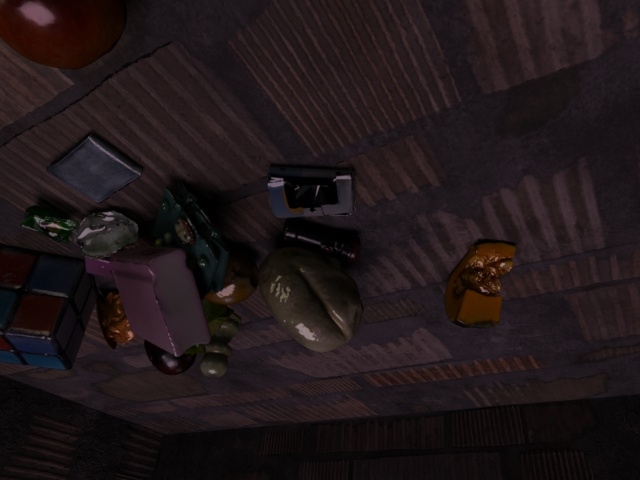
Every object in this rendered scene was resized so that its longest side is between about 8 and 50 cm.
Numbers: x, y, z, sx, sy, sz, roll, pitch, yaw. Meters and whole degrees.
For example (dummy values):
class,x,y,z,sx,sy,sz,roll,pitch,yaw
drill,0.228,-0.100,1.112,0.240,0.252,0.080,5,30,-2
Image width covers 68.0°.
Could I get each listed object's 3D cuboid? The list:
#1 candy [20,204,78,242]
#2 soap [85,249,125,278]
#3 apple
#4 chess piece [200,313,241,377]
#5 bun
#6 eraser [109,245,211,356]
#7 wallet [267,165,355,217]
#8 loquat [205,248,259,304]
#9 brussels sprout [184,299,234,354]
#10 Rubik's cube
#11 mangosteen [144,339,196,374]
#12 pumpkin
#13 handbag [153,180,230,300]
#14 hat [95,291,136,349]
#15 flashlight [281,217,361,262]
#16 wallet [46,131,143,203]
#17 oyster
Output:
class,x,y,z,sx,sy,sz,roll,pitch,yaw
candy,-0.825,-0.049,1.452,0.141,0.078,0.203,38,146,-22
soap,-0.690,0.082,1.620,0.203,0.066,0.122,15,143,-12
apple,-0.446,-0.399,0.801,0.229,0.230,0.230,4,144,3
chess piece,-0.410,0.420,1.888,0.144,0.252,0.144,4,145,3
bun,-0.011,0.154,1.416,0.219,0.365,0.365,-46,126,12
eraser,-0.467,0.157,1.355,0.359,0.122,0.273,0,109,52
wallet,-0.021,-0.120,1.251,0.230,0.070,0.170,2,139,3
loquat,-0.311,0.115,1.518,0.227,0.179,0.179,2,144,14
brussels sprout,-0.448,0.245,1.640,0.294,0.259,0.227,53,163,7
Rubik's cube,-1.012,0.248,1.680,0.318,0.314,0.316,10,144,-8
mangosteen,-0.594,0.427,1.988,0.261,0.235,0.236,-29,155,-27
pumpkin,0.489,0.153,1.452,0.139,0.190,0.281,10,143,-4
handbag,-0.371,0.014,1.330,0.100,0.269,0.274,-27,163,-32
hat,-0.722,0.282,1.861,0.233,0.234,0.244,-18,159,-13
flashlight,0.000,0.000,1.397,0.231,0.093,0.093,15,143,-12
wallet,-0.602,-0.188,1.264,0.222,0.036,0.167,-23,135,31
oyster,-0.666,-0.011,1.470,0.199,0.087,0.252,25,133,-10
